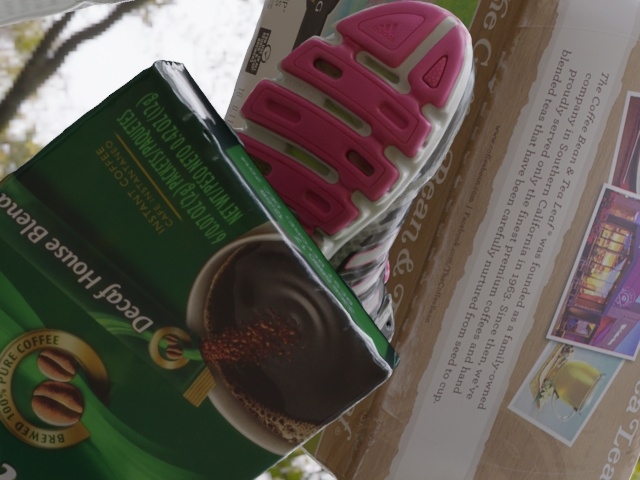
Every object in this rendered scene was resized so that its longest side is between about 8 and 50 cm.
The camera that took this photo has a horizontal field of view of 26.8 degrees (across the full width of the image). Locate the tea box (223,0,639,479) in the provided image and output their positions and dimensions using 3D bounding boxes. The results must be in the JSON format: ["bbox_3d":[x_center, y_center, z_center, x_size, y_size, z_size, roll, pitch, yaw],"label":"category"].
[{"bbox_3d":[0.083,-0.028,0.916,0.323,0.220,0.329,28,-79,58],"label":"tea box"}]

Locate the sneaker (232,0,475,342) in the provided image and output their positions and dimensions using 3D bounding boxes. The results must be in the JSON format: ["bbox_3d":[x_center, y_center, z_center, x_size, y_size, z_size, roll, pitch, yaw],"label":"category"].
[{"bbox_3d":[0.000,0.000,0.446,0.063,0.075,0.170,36,-81,29],"label":"sneaker"}]

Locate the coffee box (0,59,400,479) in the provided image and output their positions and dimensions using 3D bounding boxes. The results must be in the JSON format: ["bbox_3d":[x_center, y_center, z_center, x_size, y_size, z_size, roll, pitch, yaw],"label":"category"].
[{"bbox_3d":[-0.081,0.048,0.391,0.184,0.040,0.113,-36,-90,9],"label":"coffee box"}]

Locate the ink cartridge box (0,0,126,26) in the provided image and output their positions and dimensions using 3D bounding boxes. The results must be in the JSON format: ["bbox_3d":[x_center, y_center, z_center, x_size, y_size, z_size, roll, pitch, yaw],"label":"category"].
[{"bbox_3d":[-0.150,-0.152,0.421,0.308,0.385,0.091,120,-48,-77],"label":"ink cartridge box"}]
